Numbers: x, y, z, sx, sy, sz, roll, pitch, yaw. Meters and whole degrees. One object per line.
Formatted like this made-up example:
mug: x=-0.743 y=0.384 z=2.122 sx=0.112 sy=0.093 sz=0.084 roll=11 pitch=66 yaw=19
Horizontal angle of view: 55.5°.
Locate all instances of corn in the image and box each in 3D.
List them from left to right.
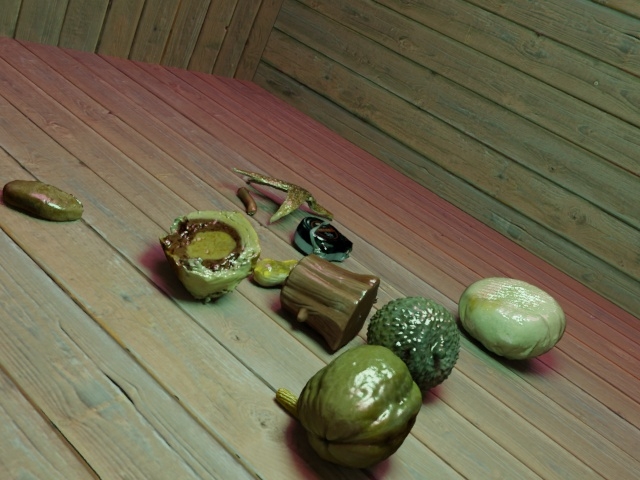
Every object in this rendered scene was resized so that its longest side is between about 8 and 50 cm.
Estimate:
corn: x=-0.061 y=0.362 z=1.344 sx=0.092 sy=0.037 sz=0.037 roll=33 pitch=22 yaw=24

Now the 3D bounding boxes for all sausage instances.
sausage: x=-0.273 y=-0.148 z=2.278 sx=0.047 sy=0.040 sz=0.177 roll=12 pitch=26 yaw=-33

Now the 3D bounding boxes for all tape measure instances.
tape measure: x=-0.003 y=-0.003 z=2.154 sx=0.182 sy=0.107 sz=0.181 roll=0 pitch=36 yaw=-48

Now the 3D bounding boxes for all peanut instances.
peanut: x=-0.113 y=0.100 z=1.827 sx=0.206 sy=0.087 sz=0.087 roll=4 pitch=30 yaw=-39

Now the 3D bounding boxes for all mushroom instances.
mushroom: x=-0.743 y=-0.106 z=1.616 sx=0.209 sy=0.072 sz=0.094 roll=22 pitch=30 yaw=-10

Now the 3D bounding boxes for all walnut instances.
walnut: x=0.079 y=0.348 z=1.275 sx=0.282 sy=0.228 sz=0.283 roll=-6 pitch=15 yaw=1

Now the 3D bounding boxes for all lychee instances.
lychee: x=0.242 y=0.274 z=1.635 sx=0.255 sy=0.256 sz=0.274 roll=11 pitch=-6 yaw=-34

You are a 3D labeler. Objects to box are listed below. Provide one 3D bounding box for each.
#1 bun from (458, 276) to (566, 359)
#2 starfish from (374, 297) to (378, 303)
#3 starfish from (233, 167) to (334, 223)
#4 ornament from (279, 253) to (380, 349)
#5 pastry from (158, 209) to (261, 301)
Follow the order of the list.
bun: x=0.650 y=0.276 z=2.086 sx=0.364 sy=0.220 sz=0.365 roll=7 pitch=20 yaw=-3
starfish: x=0.074 y=0.135 z=1.843 sx=0.237 sy=0.057 sz=0.213 roll=21 pitch=-26 yaw=22
starfish: x=-0.140 y=-0.168 z=2.362 sx=0.383 sy=0.132 sz=0.398 roll=23 pitch=15 yaw=5
ornament: x=0.021 y=0.160 z=1.698 sx=0.217 sy=0.235 sz=0.221 roll=29 pitch=-12 yaw=18
pastry: x=-0.291 y=0.043 z=1.631 sx=0.236 sy=0.171 sz=0.256 roll=-19 pitch=44 yaw=-28
